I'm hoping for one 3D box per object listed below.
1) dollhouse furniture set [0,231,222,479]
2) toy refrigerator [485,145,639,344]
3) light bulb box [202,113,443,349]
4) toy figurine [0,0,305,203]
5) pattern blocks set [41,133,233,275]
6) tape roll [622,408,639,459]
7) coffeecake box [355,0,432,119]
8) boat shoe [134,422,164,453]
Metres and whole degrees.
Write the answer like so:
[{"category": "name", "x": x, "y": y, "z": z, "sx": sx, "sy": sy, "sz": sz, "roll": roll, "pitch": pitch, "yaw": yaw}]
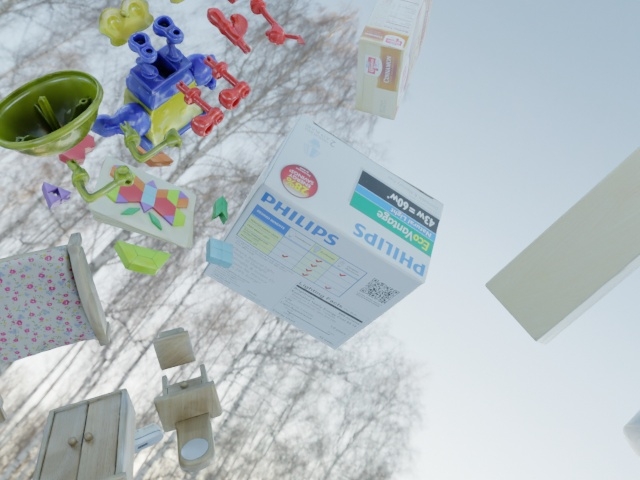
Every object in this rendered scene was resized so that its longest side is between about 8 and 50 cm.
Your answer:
[{"category": "dollhouse furniture set", "x": -0.292, "y": 0.120, "z": 0.651, "sx": 0.303, "sy": 0.174, "sz": 0.356, "roll": -14, "pitch": -65, "yaw": -11}, {"category": "toy refrigerator", "x": 0.363, "y": 0.013, "z": 0.779, "sx": 0.269, "sy": 0.094, "sz": 0.102, "roll": -46, "pitch": -119, "yaw": 13}, {"category": "light bulb box", "x": 0.000, "y": 0.000, "z": 1.222, "sx": 0.357, "sy": 0.225, "sz": 0.361, "roll": 31, "pitch": -40, "yaw": -10}, {"category": "toy figurine", "x": -0.205, "y": -0.156, "z": 0.753, "sx": 0.191, "sy": 0.362, "sz": 0.217, "roll": 39, "pitch": -25, "yaw": 6}, {"category": "pattern blocks set", "x": -0.295, "y": -0.066, "z": 0.983, "sx": 0.324, "sy": 0.286, "sz": 0.026, "roll": 12, "pitch": -44, "yaw": -37}, {"category": "tape roll", "x": 0.593, "y": 0.299, "z": 0.831, "sx": 0.246, "sy": 0.169, "sz": 0.246, "roll": 46, "pitch": -7, "yaw": 7}, {"category": "coffeecake box", "x": 0.113, "y": -0.302, "z": 0.879, "sx": 0.068, "sy": 0.186, "sz": 0.142, "roll": 17, "pitch": -27, "yaw": 10}, {"category": "boat shoe", "x": -0.309, "y": 0.327, "z": 0.956, "sx": 0.035, "sy": 0.100, "sz": 0.035, "roll": 45, "pitch": -47, "yaw": 32}]
